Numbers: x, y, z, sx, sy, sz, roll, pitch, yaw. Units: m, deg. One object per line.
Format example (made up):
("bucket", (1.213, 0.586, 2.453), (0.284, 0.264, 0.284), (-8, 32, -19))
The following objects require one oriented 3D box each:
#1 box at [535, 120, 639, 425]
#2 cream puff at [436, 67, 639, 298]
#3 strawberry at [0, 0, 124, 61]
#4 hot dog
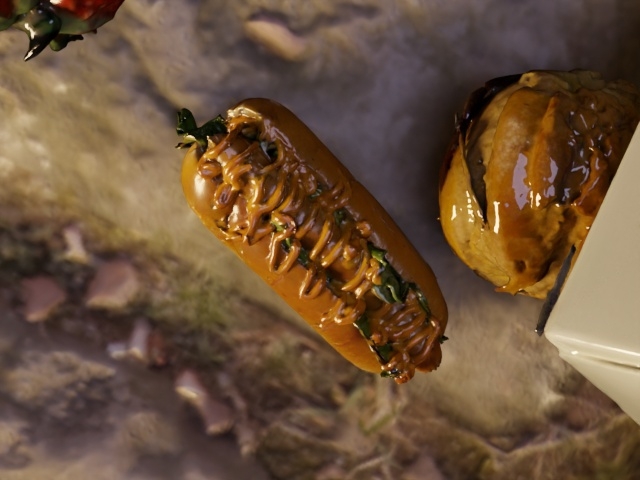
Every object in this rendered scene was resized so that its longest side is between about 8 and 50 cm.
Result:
("box", (0.253, -0.029, 0.589), (0.200, 0.106, 0.299), (39, 73, -37))
("cream puff", (0.125, -0.031, 0.622), (0.133, 0.104, 0.119), (-31, 113, -27))
("strawberry", (-0.138, -0.154, 0.520), (0.131, 0.131, 0.148), (4, 108, -16))
("hot dog", (0.000, 0.000, 0.622), (0.072, 0.055, 0.188), (-45, 109, -1))
